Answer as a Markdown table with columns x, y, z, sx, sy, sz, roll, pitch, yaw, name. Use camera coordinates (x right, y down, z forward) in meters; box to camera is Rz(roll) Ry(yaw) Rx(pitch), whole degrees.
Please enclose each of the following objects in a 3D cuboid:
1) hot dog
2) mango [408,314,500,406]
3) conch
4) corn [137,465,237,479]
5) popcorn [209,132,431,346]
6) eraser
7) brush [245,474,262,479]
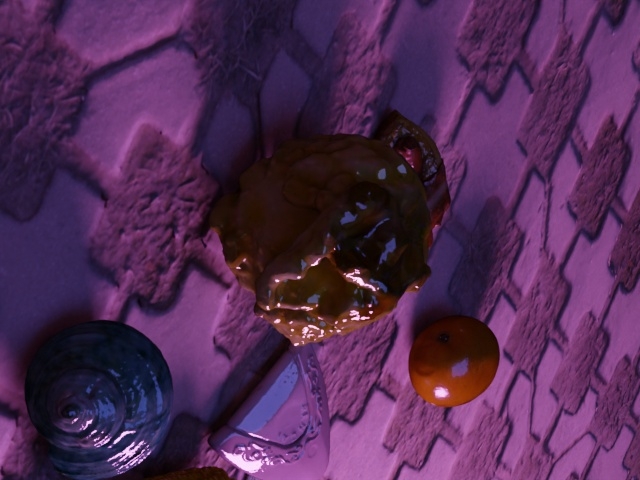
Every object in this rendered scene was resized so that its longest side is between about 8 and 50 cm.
| x | y | z | sx | sy | sz | roll | pitch | yaw | name |
| --- | --- | --- | --- | --- | --- | --- | --- | --- | --- |
| 0.132 | -0.058 | 1.928 | 0.123 | 0.093 | 0.262 | -44 | 141 | -25 | hot dog |
| 0.222 | 0.194 | 2.193 | 0.221 | 0.120 | 0.152 | 6 | 111 | -60 | mango |
| -0.255 | 0.189 | 1.556 | 0.202 | 0.134 | 0.196 | 18 | 85 | -58 | conch |
| -0.213 | 0.355 | 1.757 | 0.291 | 0.101 | 0.101 | -6 | 117 | -49 | corn |
| 0.007 | 0.002 | 1.684 | 0.293 | 0.237 | 0.293 | -29 | 130 | -42 | popcorn |
| -0.039 | 0.274 | 1.950 | 0.204 | 0.059 | 0.243 | -51 | 137 | -19 | eraser |
| -0.111 | 0.423 | 2.009 | 0.082 | 0.010 | 0.218 | 6 | 107 | -53 | brush |
